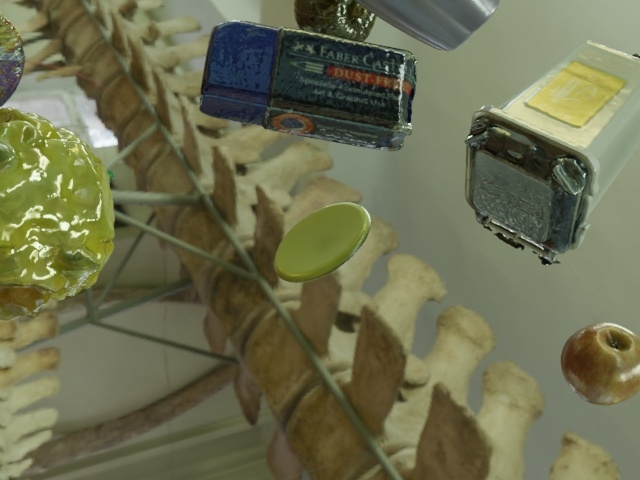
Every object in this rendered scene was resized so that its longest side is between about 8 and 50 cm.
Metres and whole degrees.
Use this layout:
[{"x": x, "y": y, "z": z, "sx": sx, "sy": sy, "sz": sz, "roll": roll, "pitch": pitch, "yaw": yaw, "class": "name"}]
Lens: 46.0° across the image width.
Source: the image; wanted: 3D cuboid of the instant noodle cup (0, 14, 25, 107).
[{"x": -0.638, "y": -0.332, "z": 1.093, "sx": 0.266, "sy": 0.340, "sz": 0.340, "roll": 61, "pitch": -27, "yaw": 16, "class": "instant noodle cup"}]

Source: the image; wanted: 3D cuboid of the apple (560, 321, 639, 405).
[{"x": 0.492, "y": 0.212, "z": 1.305, "sx": 0.131, "sy": 0.146, "sz": 0.146, "roll": 104, "pitch": -33, "yaw": -49, "class": "apple"}]

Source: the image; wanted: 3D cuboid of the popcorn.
[{"x": -0.320, "y": -0.019, "z": 0.726, "sx": 0.225, "sy": 0.249, "sz": 0.249, "roll": 7, "pitch": -73, "yaw": 57, "class": "popcorn"}]

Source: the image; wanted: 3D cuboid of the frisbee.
[{"x": 0.000, "y": 0.000, "z": 1.606, "sx": 0.017, "sy": 0.236, "sz": 0.236, "roll": 56, "pitch": -10, "yaw": -32, "class": "frisbee"}]

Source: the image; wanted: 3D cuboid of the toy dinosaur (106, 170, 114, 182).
[{"x": -0.525, "y": -0.149, "z": 1.703, "sx": 0.096, "sy": 0.132, "sz": 0.059, "roll": 16, "pitch": -97, "yaw": 49, "class": "toy dinosaur"}]

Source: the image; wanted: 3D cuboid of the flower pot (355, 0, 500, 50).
[{"x": 0.199, "y": -0.486, "z": 1.378, "sx": 0.243, "sy": 0.265, "sz": 0.265, "roll": 39, "pitch": -17, "yaw": -17, "class": "flower pot"}]

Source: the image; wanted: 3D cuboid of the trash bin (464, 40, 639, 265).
[{"x": 0.461, "y": -0.174, "z": 1.422, "sx": 0.256, "sy": 0.368, "sz": 0.296, "roll": 31, "pitch": -28, "yaw": 31, "class": "trash bin"}]

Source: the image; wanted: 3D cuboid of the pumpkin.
[{"x": 0.045, "y": -0.539, "z": 1.727, "sx": 0.157, "sy": 0.224, "sz": 0.223, "roll": 29, "pitch": -50, "yaw": 34, "class": "pumpkin"}]

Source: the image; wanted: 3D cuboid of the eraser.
[{"x": -0.014, "y": -0.244, "z": 1.170, "sx": 0.101, "sy": 0.332, "sz": 0.155, "roll": 122, "pitch": -23, "yaw": -69, "class": "eraser"}]
